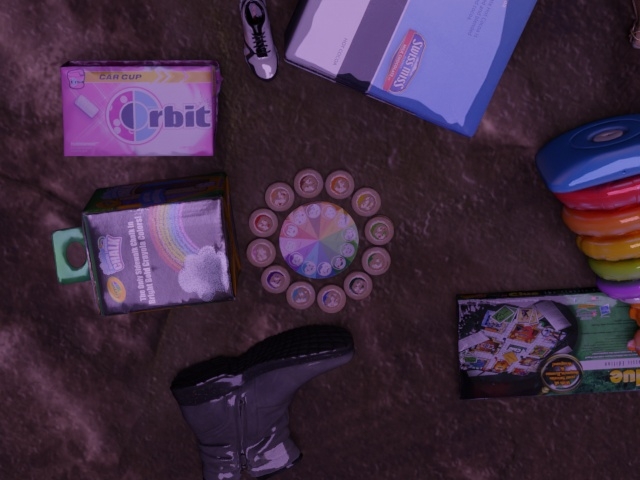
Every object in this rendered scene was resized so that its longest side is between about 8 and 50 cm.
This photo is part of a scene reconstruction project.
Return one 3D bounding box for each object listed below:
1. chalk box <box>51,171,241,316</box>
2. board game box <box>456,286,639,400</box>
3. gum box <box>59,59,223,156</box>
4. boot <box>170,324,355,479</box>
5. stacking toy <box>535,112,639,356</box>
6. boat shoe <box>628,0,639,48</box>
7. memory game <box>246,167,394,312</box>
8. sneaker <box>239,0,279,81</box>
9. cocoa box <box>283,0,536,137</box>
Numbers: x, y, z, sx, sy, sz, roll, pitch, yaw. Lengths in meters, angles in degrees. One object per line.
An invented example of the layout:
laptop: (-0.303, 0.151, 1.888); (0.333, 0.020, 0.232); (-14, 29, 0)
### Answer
chalk box: (-0.210, 0.006, 1.788); (0.213, 0.132, 0.132); (-6, 105, 2)
board game box: (0.301, 0.127, 1.876); (0.260, 0.030, 0.136); (-3, 101, 0)
gum box: (-0.209, -0.157, 1.782); (0.188, 0.062, 0.107); (0, 104, -1)
boot: (-0.054, 0.209, 1.875); (0.246, 0.083, 0.161); (-18, 110, 9)
stacking toy: (0.376, 0.011, 1.785); (0.175, 0.166, 0.302); (-16, 108, 6)
boat shoe: (0.391, -0.239, 1.776); (0.045, 0.050, 0.135); (-24, 103, 0)
memory game: (0.000, 0.000, 1.849); (0.186, 0.012, 0.186); (0, 104, 0)
sneaker: (-0.075, -0.239, 1.774); (0.040, 0.044, 0.109); (-14, 105, 1)
cocoa box: (0.129, -0.324, 1.658); (0.228, 0.231, 0.347); (23, 102, -7)
